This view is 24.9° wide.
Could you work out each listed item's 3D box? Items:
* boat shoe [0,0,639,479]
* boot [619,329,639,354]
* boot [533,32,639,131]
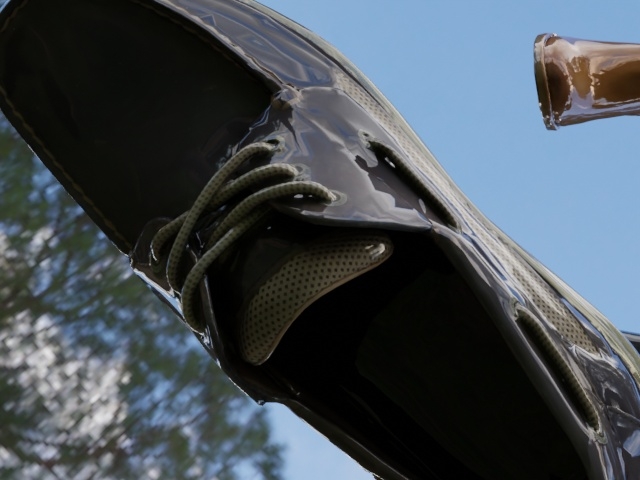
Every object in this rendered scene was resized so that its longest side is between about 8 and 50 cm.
[{"bbox_3d":[0.000,0.000,0.607,0.355,0.130,0.132,36,-80,5],"label":"boat shoe"},{"bbox_3d":[0.380,0.105,0.994,0.445,0.146,0.367,8,-68,40],"label":"boot"},{"bbox_3d":[0.246,-0.125,1.062,0.152,0.197,0.072,-4,-84,27],"label":"boot"}]
